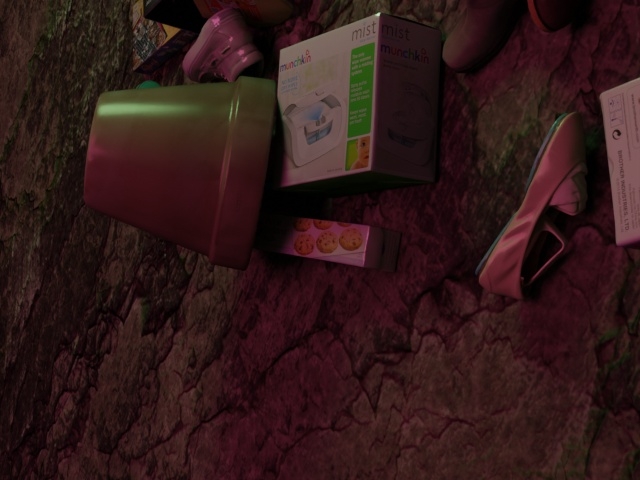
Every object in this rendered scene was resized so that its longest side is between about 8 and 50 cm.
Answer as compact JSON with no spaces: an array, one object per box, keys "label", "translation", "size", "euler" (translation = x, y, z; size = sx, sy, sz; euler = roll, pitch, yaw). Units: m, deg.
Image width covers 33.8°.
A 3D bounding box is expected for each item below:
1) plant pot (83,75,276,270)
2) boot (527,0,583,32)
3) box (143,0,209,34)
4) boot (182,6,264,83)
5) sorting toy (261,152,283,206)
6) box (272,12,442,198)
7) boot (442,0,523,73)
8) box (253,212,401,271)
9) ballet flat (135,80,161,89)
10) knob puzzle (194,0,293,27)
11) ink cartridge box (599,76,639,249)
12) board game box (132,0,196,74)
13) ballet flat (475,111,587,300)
[{"label":"plant pot","translation":[-0.234,-0.126,1.732],"size":[0.323,0.280,0.323],"euler":[-172,90,-82]},{"label":"boot","translation":[0.351,-0.362,1.230],"size":[0.207,0.090,0.249],"euler":[22,97,56]},{"label":"box","translation":[-0.179,-0.600,1.949],"size":[0.343,0.179,0.313],"euler":[-28,59,48]},{"label":"boot","translation":[-0.179,-0.322,1.961],"size":[0.123,0.095,0.258],"euler":[59,159,4]},{"label":"sorting toy","translation":[-0.082,-0.100,1.827],"size":[0.061,0.042,0.102],"euler":[-109,30,-56]},{"label":"box","translation":[0.053,-0.193,1.583],"size":[0.262,0.126,0.231],"euler":[-4,81,55]},{"label":"boot","translation":[0.197,-0.336,1.378],"size":[0.246,0.161,0.083],"euler":[-50,45,36]},{"label":"box","translation":[0.000,0.000,1.662],"size":[0.324,0.063,0.067],"euler":[10,89,55]},{"label":"ballet flat","translation":[-0.356,-0.219,2.197],"size":[0.087,0.083,0.247],"euler":[120,144,-49]},{"label":"knob puzzle","translation":[-0.138,-0.433,1.864],"size":[0.213,0.213,0.030],"euler":[-4,66,54]},{"label":"ink cartridge box","translation":[0.435,-0.112,1.084],"size":[0.311,0.065,0.186],"euler":[-22,65,53]},{"label":"board game box","translation":[-0.328,-0.476,2.244],"size":[0.243,0.042,0.165],"euler":[-24,63,50]},{"label":"ballet flat","translation":[0.278,-0.033,1.284],"size":[0.086,0.086,0.248],"euler":[50,124,47]}]
